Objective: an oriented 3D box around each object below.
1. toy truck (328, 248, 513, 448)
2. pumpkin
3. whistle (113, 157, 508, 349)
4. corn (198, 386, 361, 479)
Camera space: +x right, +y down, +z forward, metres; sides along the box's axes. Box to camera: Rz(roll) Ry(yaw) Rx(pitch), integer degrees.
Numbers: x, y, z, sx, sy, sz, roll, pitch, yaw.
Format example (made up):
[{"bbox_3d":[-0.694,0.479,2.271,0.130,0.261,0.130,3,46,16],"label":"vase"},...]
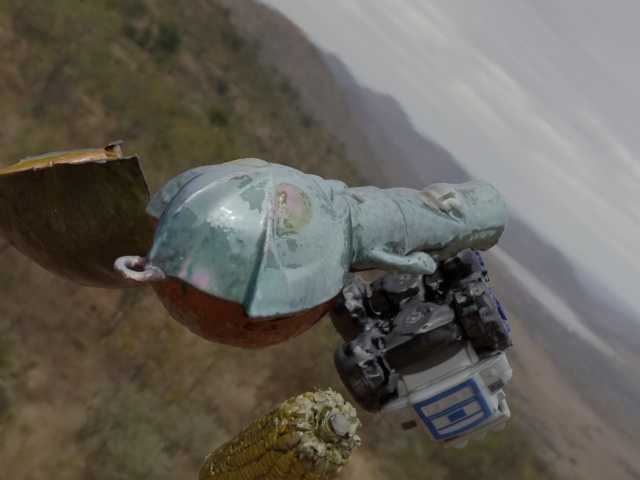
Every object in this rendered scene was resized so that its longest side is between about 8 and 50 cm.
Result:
[{"bbox_3d":[0.112,0.105,1.211,0.177,0.161,0.213,58,11,-31],"label":"toy truck"},{"bbox_3d":[-0.246,-0.013,1.205,0.312,0.169,0.148,-165,-119,-77],"label":"pumpkin"},{"bbox_3d":[-0.001,0.001,0.959,0.346,0.133,0.142,-8,12,-38],"label":"whistle"},{"bbox_3d":[-0.057,0.262,1.515,0.115,0.115,0.318,38,-36,-8],"label":"corn"}]
